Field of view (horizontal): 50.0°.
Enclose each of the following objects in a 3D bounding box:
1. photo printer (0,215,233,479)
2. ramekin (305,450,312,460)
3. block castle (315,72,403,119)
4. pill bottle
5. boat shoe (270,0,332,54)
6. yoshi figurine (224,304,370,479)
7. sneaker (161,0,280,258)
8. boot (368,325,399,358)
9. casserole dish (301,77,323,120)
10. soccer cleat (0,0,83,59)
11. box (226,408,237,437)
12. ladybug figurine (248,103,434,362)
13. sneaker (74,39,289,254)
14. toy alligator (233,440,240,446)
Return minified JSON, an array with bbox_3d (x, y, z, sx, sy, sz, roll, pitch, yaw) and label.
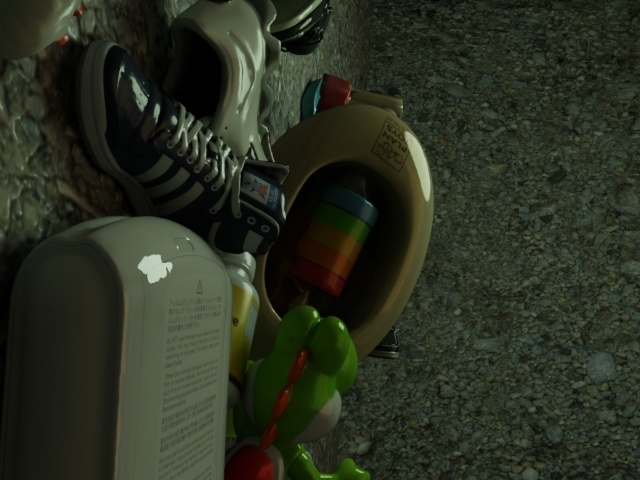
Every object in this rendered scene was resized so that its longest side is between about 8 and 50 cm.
[{"bbox_3d":[-0.158,0.133,0.583,0.256,0.107,0.307,11,82,-78],"label":"photo printer"},{"bbox_3d":[-0.096,0.456,1.036,0.277,0.135,0.277,3,90,-82],"label":"ramekin"},{"bbox_3d":[0.001,-0.053,1.297,0.303,0.213,0.453,108,-6,-77],"label":"block castle"},{"bbox_3d":[-0.128,0.098,0.800,0.103,0.103,0.184,81,14,-53],"label":"pill bottle"},{"bbox_3d":[-0.038,-0.376,1.170,0.340,0.127,0.113,-91,167,-58],"label":"boat shoe"},{"bbox_3d":[-0.044,0.242,0.852,0.362,0.204,0.203,-68,-154,13],"label":"yoshi figurine"},{"bbox_3d":[-0.127,-0.109,0.783,0.146,0.122,0.330,-42,138,-53],"label":"sneaker"},{"bbox_3d":[0.113,0.124,1.352,0.236,0.085,0.178,-126,-135,-79],"label":"boot"},{"bbox_3d":[-0.016,-0.318,1.638,0.188,0.037,0.114,-72,163,-57],"label":"casserole dish"},{"bbox_3d":[-0.189,-0.202,0.443,0.076,0.068,0.196,69,18,-59],"label":"soccer cleat"},{"bbox_3d":[-0.119,0.223,1.110,0.109,0.042,0.178,60,33,-76],"label":"box"},{"bbox_3d":[0.000,0.000,1.028,0.449,0.305,0.162,-60,-160,-12],"label":"ladybug figurine"},{"bbox_3d":[-0.115,-0.075,0.656,0.282,0.153,0.099,80,15,-57],"label":"sneaker"},{"bbox_3d":[-0.107,0.354,1.203,0.190,0.051,0.056,42,52,-79],"label":"toy alligator"}]
